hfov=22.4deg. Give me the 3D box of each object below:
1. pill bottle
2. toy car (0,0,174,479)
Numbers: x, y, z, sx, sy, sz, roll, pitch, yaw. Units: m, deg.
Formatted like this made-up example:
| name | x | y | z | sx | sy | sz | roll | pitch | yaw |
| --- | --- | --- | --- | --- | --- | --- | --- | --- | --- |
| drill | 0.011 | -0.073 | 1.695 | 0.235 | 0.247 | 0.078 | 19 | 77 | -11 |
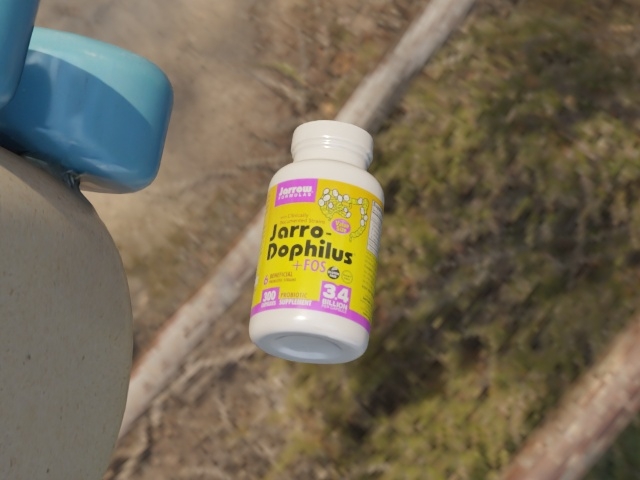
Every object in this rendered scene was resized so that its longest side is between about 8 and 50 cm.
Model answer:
| name | x | y | z | sx | sy | sz | roll | pitch | yaw |
| --- | --- | --- | --- | --- | --- | --- | --- | --- | --- |
| pill bottle | 0.000 | 0.000 | 0.587 | 0.043 | 0.043 | 0.083 | 28 | 60 | -43 |
| toy car | -0.194 | 0.020 | 0.478 | 0.210 | 0.238 | 0.219 | 36 | 65 | -72 |
